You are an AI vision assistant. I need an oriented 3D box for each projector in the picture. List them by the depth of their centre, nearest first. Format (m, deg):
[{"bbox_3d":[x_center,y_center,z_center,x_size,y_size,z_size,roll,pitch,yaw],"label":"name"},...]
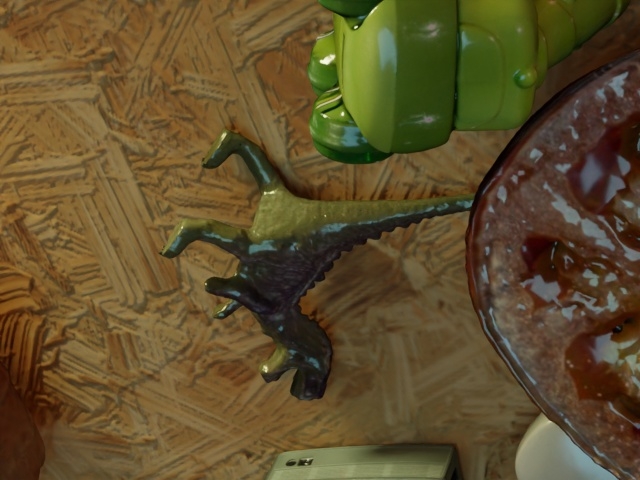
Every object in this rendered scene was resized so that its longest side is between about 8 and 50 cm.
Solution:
[{"bbox_3d":[0.039,0.222,1.455,0.147,0.061,0.115,-5,117,20],"label":"projector"}]

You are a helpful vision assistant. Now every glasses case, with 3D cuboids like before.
[{"bbox_3d":[0.251,0.201,1.381,0.233,0.059,0.092,31,119,0],"label":"glasses case"}]

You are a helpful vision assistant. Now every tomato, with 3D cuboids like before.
[{"bbox_3d":[0.267,0.000,1.223,0.338,0.144,0.338,8,117,17],"label":"tomato"}]

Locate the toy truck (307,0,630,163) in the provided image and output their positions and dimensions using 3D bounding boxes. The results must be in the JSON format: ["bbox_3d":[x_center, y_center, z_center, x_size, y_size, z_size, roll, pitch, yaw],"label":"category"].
[{"bbox_3d":[0.081,-0.134,1.181,0.210,0.187,0.148,8,121,12],"label":"toy truck"}]

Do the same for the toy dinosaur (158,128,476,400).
[{"bbox_3d":[0.000,-0.001,1.359,0.199,0.072,0.251,33,109,-14],"label":"toy dinosaur"}]

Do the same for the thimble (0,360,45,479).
[{"bbox_3d":[-0.342,0.158,1.442,0.239,0.239,0.162,-12,112,22],"label":"thimble"}]
